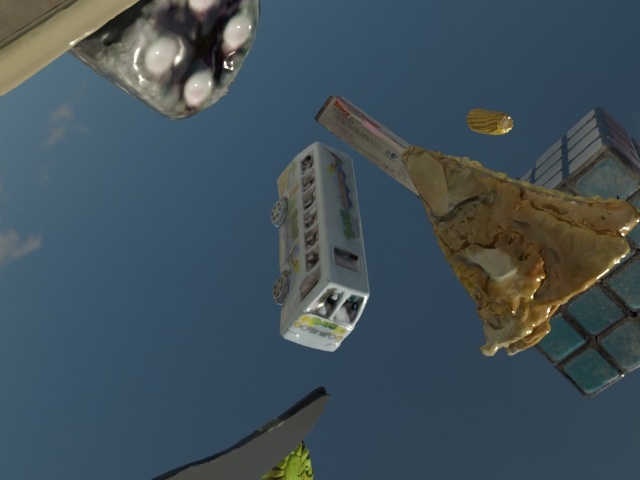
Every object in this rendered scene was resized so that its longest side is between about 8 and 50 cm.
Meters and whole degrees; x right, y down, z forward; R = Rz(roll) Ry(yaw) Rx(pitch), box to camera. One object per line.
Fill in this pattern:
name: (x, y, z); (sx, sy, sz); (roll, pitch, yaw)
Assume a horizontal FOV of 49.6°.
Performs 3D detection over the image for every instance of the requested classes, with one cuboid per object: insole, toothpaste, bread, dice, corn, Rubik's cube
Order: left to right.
dice: (-0.191, -0.256, 0.770); (0.181, 0.183, 0.182); (32, -91, 25)
insole: (-0.074, 0.141, 0.375); (0.012, 0.309, 0.110); (37, -68, 19)
bread: (-0.070, 0.477, 1.450); (0.071, 0.130, 0.139); (-9, -110, 54)
toothpaste: (0.083, -0.102, 0.815); (0.196, 0.047, 0.040); (38, -72, 14)
corn: (0.248, -0.174, 1.015); (0.037, 0.037, 0.092); (-55, -159, 0)
bread: (0.133, -0.020, 0.482); (0.127, 0.147, 0.152); (-42, -99, 21)
Rubik's cube: (0.505, 0.012, 1.267); (0.337, 0.344, 0.344); (-47, 179, 28)

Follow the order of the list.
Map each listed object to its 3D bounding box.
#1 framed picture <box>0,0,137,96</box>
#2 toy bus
framed picture: (-0.220, -0.265, 0.592); (0.326, 0.028, 0.446); (-36, -137, -8)
toy bus: (0.000, 0.000, 1.070); (0.136, 0.109, 0.330); (-47, -146, 37)
